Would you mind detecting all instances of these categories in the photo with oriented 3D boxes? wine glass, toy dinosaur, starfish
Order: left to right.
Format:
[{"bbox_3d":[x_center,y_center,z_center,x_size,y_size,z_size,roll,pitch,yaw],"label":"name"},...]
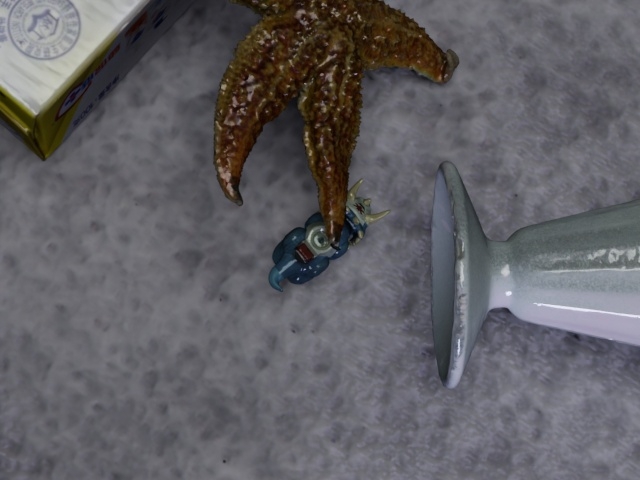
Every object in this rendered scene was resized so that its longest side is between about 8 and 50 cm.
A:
[{"bbox_3d":[-0.008,-0.117,0.950,0.240,0.043,0.227,22,65,-35],"label":"starfish"},{"bbox_3d":[0.000,0.000,0.986,0.083,0.047,0.030,-39,89,-14],"label":"toy dinosaur"},{"bbox_3d":[0.164,0.020,0.958,0.196,0.165,0.165,-1,80,0],"label":"wine glass"}]

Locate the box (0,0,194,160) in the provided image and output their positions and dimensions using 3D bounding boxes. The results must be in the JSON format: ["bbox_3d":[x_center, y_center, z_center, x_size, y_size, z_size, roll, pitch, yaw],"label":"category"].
[{"bbox_3d":[-0.135,-0.199,0.978,0.168,0.097,0.265,39,78,1],"label":"box"}]
